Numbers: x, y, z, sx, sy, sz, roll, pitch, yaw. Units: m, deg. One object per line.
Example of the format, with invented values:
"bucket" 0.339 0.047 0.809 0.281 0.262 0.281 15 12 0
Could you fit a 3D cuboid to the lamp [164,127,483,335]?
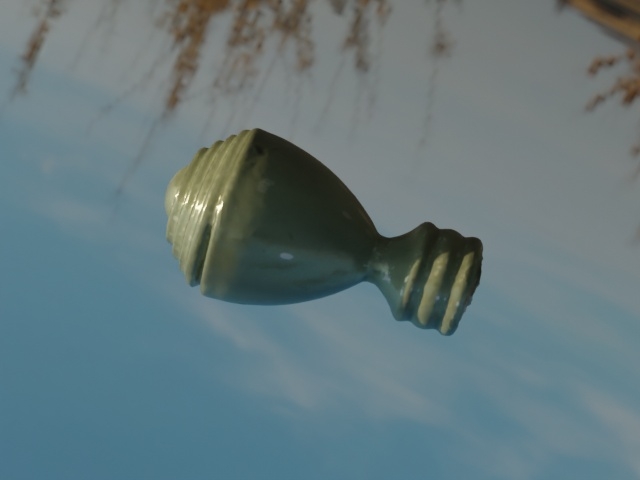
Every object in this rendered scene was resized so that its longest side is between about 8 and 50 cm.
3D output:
"lamp" 0.000 0.000 0.935 0.193 0.106 0.106 18 -166 4
